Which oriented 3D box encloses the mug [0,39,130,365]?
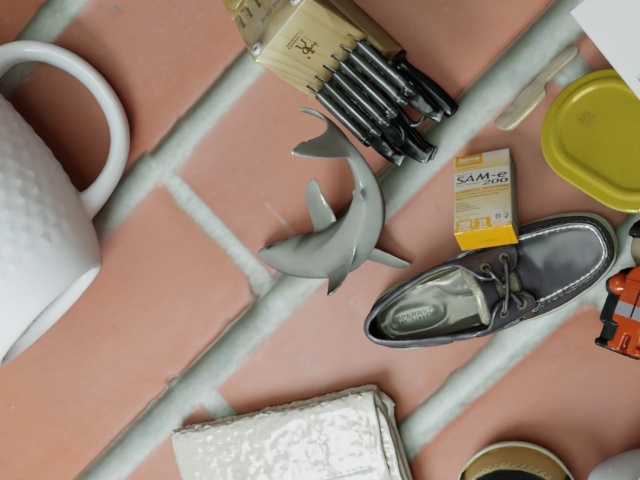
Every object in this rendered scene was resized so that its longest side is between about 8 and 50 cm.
[{"bbox_3d":[-0.385,-0.064,1.372,0.328,0.276,0.374,44,79,0],"label":"mug"}]

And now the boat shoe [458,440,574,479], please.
[{"bbox_3d":[0.221,0.471,1.310,0.186,0.156,0.500,-3,100,16],"label":"boat shoe"}]

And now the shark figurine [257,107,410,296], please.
[{"bbox_3d":[0.020,-0.006,1.260,0.166,0.116,0.278,22,146,2],"label":"shark figurine"}]

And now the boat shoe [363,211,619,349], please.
[{"bbox_3d":[0.176,0.053,1.282,0.285,0.092,0.103,-20,93,20],"label":"boat shoe"}]

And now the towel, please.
[{"bbox_3d":[-0.029,0.280,1.413,0.282,0.049,0.187,-14,94,20],"label":"towel"}]

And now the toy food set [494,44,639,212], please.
[{"bbox_3d":[0.297,-0.099,1.218,0.128,0.071,0.218,-52,52,4],"label":"toy food set"}]

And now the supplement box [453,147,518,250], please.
[{"bbox_3d":[0.172,-0.043,1.268,0.062,0.036,0.098,-9,55,18],"label":"supplement box"}]

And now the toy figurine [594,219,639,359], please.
[{"bbox_3d":[0.379,0.063,1.162,0.209,0.213,0.148,20,89,10],"label":"toy figurine"}]

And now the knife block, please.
[{"bbox_3d":[0.026,-0.201,1.303,0.088,0.242,0.276,-48,39,18],"label":"knife block"}]

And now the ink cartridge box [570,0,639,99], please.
[{"bbox_3d":[0.384,-0.153,1.103,0.117,0.201,0.278,-42,80,37],"label":"ink cartridge box"}]

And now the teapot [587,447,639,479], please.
[{"bbox_3d":[0.380,0.305,1.187,0.187,0.256,0.253,-19,85,14],"label":"teapot"}]
